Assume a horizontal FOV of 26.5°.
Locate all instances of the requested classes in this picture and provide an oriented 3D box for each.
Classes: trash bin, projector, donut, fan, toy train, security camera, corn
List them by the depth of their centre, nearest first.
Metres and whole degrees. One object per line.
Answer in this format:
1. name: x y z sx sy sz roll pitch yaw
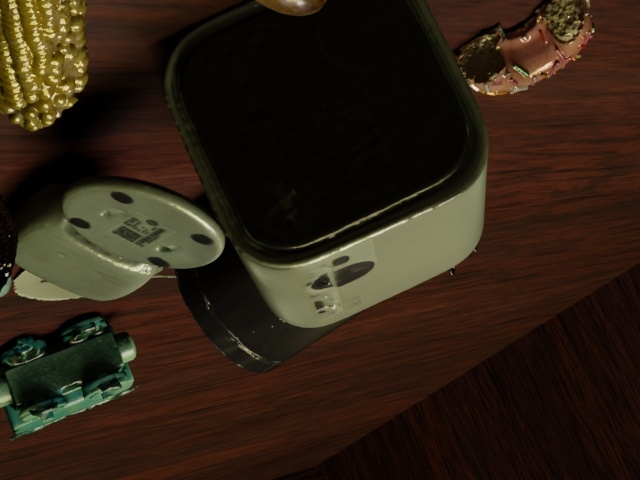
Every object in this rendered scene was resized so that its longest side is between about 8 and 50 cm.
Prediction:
1. corn: -0.209 -0.173 0.986 0.086 0.087 0.288 -19 161 -18
2. projector: 0.014 -0.083 1.288 0.248 0.248 0.249 -25 164 -2
3. security camera: -0.200 -0.017 1.335 0.157 0.080 0.301 28 153 -24
4. donut: 0.240 -0.216 1.527 0.166 0.065 0.117 -30 162 22
5. trash bin: 0.000 0.000 1.622 0.301 0.203 0.252 -32 119 23
6. fan: -0.229 0.041 1.684 0.329 0.009 0.190 3 157 -43
7. toy train: -0.353 0.187 1.865 0.203 0.112 0.163 -19 169 -18

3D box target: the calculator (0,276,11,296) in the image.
1. calculator: -0.452 0.075 1.347 0.295 0.042 0.184 -21 134 5

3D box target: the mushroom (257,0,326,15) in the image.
1. mushroom: 0.045 -0.308 0.854 0.154 0.137 0.407 -23 162 -47

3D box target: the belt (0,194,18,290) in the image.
1. belt: -0.350 0.006 1.136 0.184 0.164 0.289 -50 169 -10
